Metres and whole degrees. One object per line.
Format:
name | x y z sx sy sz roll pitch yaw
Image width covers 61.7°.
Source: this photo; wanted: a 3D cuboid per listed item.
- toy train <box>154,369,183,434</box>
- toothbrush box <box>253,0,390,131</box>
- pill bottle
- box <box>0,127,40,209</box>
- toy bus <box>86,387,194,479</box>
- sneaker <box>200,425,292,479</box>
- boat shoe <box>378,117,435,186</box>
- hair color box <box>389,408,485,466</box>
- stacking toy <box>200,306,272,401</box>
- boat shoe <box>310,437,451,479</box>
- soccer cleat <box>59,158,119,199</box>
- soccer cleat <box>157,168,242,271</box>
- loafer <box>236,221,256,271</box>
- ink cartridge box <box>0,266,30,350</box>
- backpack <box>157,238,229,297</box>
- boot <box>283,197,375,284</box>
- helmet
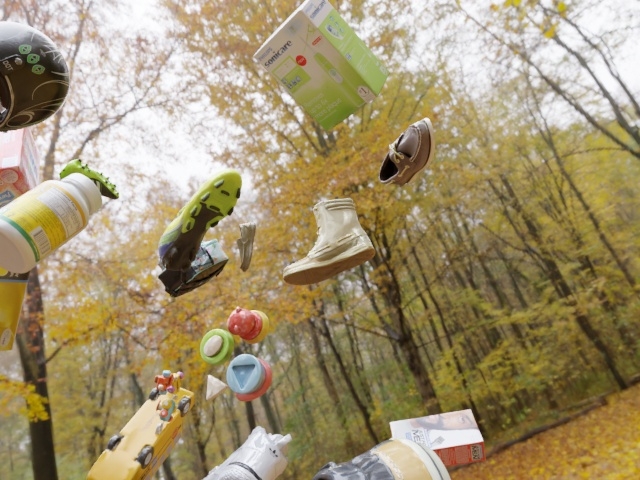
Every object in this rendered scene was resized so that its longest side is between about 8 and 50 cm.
toy train | -0.394 0.389 1.338 0.046 0.166 0.125 14 10 10
toothbrush box | 0.005 -0.458 1.399 0.283 0.122 0.206 44 -41 -20
pill bottle | -0.518 -0.042 1.012 0.117 0.118 0.208 -42 8 43
box | -0.821 -0.192 1.371 0.154 0.300 0.142 -13 -49 -18
toy bus | -0.455 0.528 1.397 0.332 0.108 0.130 -54 -25 -57
sneaker | -0.209 0.615 1.387 0.366 0.137 0.210 -44 -5 41
boat shoe | 0.246 -0.246 1.562 0.097 0.116 0.324 -9 -15 -9
hair color box | 0.227 0.394 1.056 0.167 0.053 0.093 -10 22 2
stacking toy | -0.316 0.395 1.838 0.280 0.308 0.130 -19 -28 17
boat shoe | -0.009 0.448 0.708 0.156 0.186 0.500 6 -55 -32
soccer cleat | -0.601 -0.149 1.400 0.072 0.060 0.179 -34 -30 5
soccer cleat | -0.271 -0.057 1.157 0.094 0.121 0.289 16 -55 -39
loafer | -0.217 0.018 1.530 0.050 0.147 0.056 9 -20 -8
ink cartridge box | -0.881 0.123 1.294 0.072 0.303 0.307 20 6 35
backpack | -0.373 0.067 1.588 0.188 0.144 0.166 -20 -17 -49
boot | 0.000 0.000 1.509 0.262 0.203 0.095 -22 -29 4
helmet | -0.472 -0.251 0.821 0.169 0.169 0.161 -33 16 28
